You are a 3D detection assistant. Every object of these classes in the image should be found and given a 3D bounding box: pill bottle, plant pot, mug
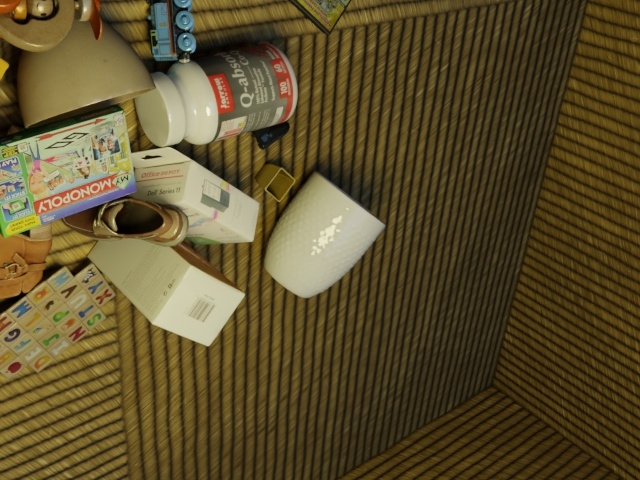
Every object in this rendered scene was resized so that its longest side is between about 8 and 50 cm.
[{"bbox_3d":[-0.254,-0.354,1.886,0.363,0.210,0.210,-22,130,-34],"label":"pill bottle"},{"bbox_3d":[-0.514,-0.368,1.607,0.284,0.284,0.190,-25,103,-31],"label":"plant pot"},{"bbox_3d":[0.000,0.000,2.374,0.328,0.276,0.374,-52,171,5],"label":"mug"},{"bbox_3d":[-0.140,-0.177,2.221,0.081,0.083,0.081,-53,140,-3],"label":"plant pot"}]

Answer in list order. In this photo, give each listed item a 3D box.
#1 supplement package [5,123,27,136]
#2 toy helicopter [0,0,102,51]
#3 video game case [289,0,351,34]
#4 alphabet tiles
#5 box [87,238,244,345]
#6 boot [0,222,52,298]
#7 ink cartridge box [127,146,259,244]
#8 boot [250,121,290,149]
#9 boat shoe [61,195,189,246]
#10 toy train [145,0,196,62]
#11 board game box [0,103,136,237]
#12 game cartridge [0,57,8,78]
[{"bbox_3d":[-0.621,-0.172,1.731,0.179,0.105,0.105,21,102,-49],"label":"supplement package"},{"bbox_3d":[-0.519,-0.523,1.483,0.235,0.140,0.354,19,68,-25],"label":"toy helicopter"},{"bbox_3d":[0.007,-0.721,2.028,0.275,0.035,0.248,29,95,-51],"label":"video game case"},{"bbox_3d":[-0.688,0.207,1.949,0.342,0.011,0.285,-40,152,-17],"label":"alphabet tiles"},{"bbox_3d":[-0.395,0.087,1.946,0.168,0.345,0.215,-55,141,0],"label":"box"},{"bbox_3d":[-0.757,0.031,1.756,0.283,0.109,0.220,-15,130,-47],"label":"boot"},{"bbox_3d":[-0.345,-0.104,1.954,0.353,0.207,0.119,33,60,-50],"label":"ink cartridge box"},{"bbox_3d":[-0.148,-0.323,2.146,0.121,0.045,0.099,-41,135,-16],"label":"boot"},{"bbox_3d":[-0.475,-0.058,1.807,0.116,0.325,0.123,31,64,-72],"label":"boat shoe"},{"bbox_3d":[-0.344,-0.501,1.764,0.105,0.080,0.184,-5,96,-9],"label":"toy train"},{"bbox_3d":[-0.568,-0.155,1.676,0.317,0.046,0.213,-25,132,-31],"label":"board game box"},{"bbox_3d":[-0.793,-0.303,1.409,0.324,0.053,0.285,35,74,-34],"label":"game cartridge"}]
